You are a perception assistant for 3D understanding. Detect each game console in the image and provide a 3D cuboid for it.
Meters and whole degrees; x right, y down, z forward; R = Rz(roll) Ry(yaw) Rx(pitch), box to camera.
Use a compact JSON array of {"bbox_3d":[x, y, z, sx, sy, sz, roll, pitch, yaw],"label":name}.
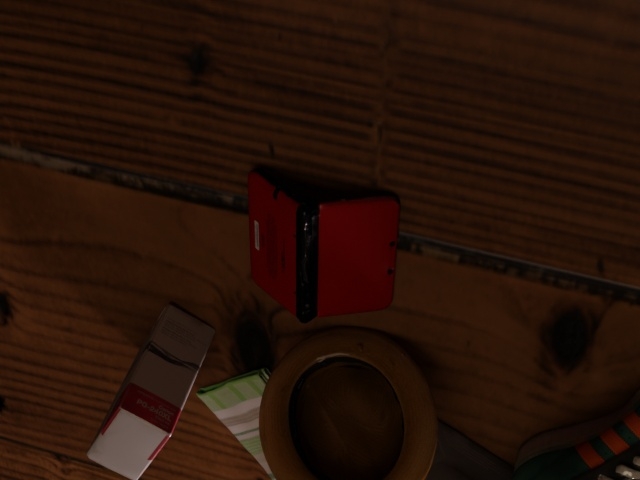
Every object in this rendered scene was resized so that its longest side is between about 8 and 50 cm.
[{"bbox_3d":[0.000,0.000,1.029,0.124,0.085,0.144,37,141,35],"label":"game console"}]

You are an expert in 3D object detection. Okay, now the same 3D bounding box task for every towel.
[{"bbox_3d":[-0.059,0.213,1.227,0.113,0.023,0.152,-24,116,35],"label":"towel"}]

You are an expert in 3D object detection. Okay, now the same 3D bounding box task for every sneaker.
[{"bbox_3d":[0.298,0.219,1.015,0.108,0.121,0.302,40,132,-13],"label":"sneaker"}]

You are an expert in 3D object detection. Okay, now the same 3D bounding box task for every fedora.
[{"bbox_3d":[0.033,0.186,1.096,0.194,0.194,0.079,6,166,18],"label":"fedora"}]

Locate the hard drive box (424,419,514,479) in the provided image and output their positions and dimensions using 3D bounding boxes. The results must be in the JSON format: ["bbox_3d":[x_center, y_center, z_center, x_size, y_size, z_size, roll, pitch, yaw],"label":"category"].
[{"bbox_3d":[0.119,0.319,1.198,0.181,0.089,0.232,33,133,-5],"label":"hard drive box"}]

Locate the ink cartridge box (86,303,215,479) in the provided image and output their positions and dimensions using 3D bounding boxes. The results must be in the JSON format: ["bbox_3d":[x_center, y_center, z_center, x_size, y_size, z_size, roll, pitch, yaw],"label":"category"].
[{"bbox_3d":[-0.177,0.159,1.145,0.063,0.150,0.109,29,133,-8],"label":"ink cartridge box"}]
